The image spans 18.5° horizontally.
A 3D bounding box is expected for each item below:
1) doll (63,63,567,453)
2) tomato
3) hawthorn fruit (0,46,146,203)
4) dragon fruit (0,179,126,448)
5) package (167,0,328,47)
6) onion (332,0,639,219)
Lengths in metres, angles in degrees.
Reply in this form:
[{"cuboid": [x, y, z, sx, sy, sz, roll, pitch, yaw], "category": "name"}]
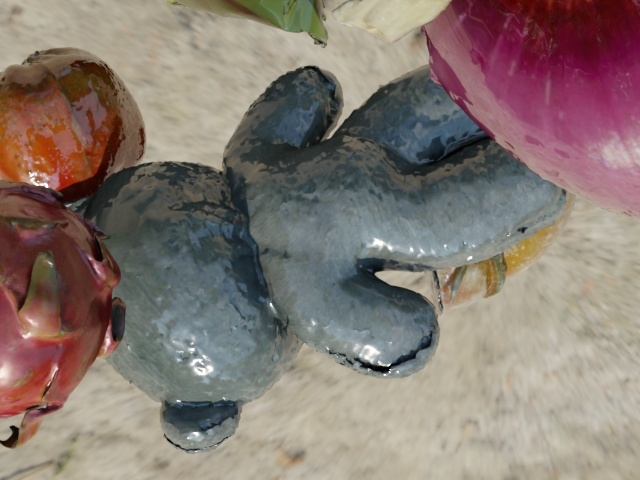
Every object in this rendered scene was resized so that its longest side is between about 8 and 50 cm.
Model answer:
[{"cuboid": [-0.001, 0.004, 1.318, 0.340, 0.158, 0.246, -26, 64, -7], "category": "doll"}, {"cuboid": [0.145, -0.056, 1.730, 0.155, 0.181, 0.214, -18, 134, -3], "category": "tomato"}, {"cuboid": [-0.182, -0.077, 1.375, 0.128, 0.128, 0.128, 0, 90, 5], "category": "hawthorn fruit"}, {"cuboid": [-0.183, 0.043, 1.157, 0.136, 0.133, 0.166, 40, 64, -29], "category": "dragon fruit"}, {"cuboid": [-0.076, -0.235, 1.410, 0.168, 0.226, 0.090, 17, 55, 34], "category": "package"}, {"cuboid": [0.131, -0.106, 0.587, 0.200, 0.200, 0.207, 20, 82, 5], "category": "onion"}]
